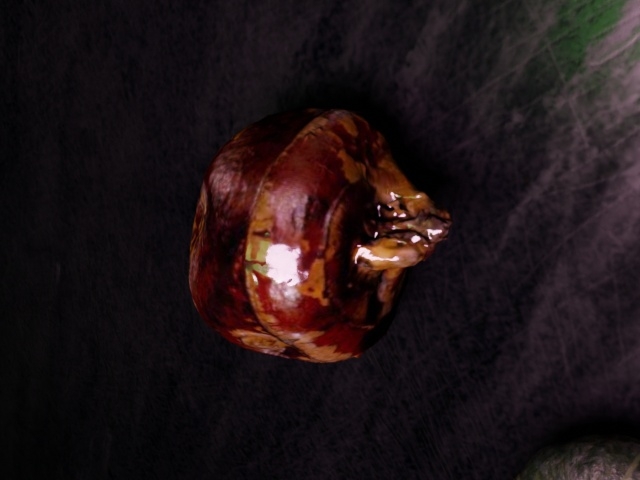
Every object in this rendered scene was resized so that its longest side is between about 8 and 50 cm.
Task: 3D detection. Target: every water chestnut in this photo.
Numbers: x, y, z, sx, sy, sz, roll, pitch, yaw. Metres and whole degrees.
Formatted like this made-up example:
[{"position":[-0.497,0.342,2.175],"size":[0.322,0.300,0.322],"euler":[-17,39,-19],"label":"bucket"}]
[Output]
[{"position":[0.000,0.000,0.610],"size":[0.238,0.223,0.224],"euler":[7,115,29],"label":"water chestnut"}]

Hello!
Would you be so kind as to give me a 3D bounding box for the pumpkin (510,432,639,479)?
[{"position":[0.235,0.262,0.566],"size":[0.211,0.152,0.212],"euler":[-16,67,43],"label":"pumpkin"}]
